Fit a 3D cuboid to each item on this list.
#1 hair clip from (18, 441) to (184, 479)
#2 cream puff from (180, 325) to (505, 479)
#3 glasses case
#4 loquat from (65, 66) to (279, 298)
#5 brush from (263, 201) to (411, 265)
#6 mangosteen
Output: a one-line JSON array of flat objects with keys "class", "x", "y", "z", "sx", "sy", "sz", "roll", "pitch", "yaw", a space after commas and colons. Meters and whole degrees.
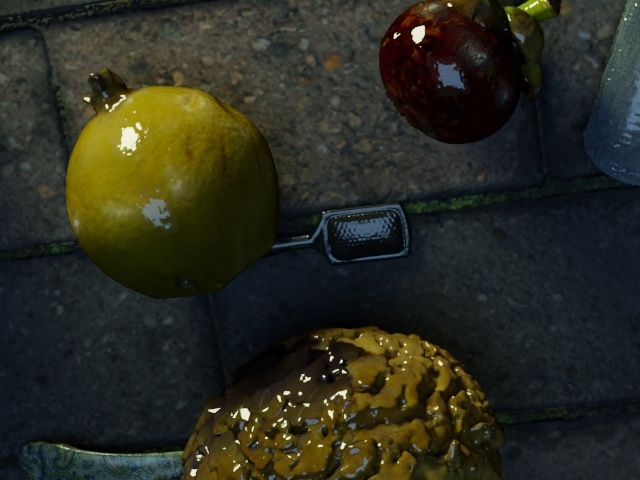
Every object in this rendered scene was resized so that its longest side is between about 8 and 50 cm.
[{"class": "hair clip", "x": -0.238, "y": 0.259, "z": 1.535, "sx": 0.229, "sy": 0.036, "sz": 0.066, "roll": -1, "pitch": 112, "yaw": 9}, {"class": "cream puff", "x": 0.014, "y": 0.219, "z": 1.332, "sx": 0.327, "sy": 0.343, "sz": 0.231, "roll": -32, "pitch": 114, "yaw": -5}, {"class": "glasses case", "x": 0.340, "y": -0.187, "z": 1.306, "sx": 0.109, "sy": 0.067, "sz": 0.282, "roll": 18, "pitch": 109, "yaw": 6}, {"class": "loquat", "x": -0.158, "y": -0.065, "z": 1.346, "sx": 0.213, "sy": 0.213, "sz": 0.246, "roll": -28, "pitch": 103, "yaw": 15}, {"class": "brush", "x": 0.000, "y": 0.000, "z": 1.435, "sx": 0.193, "sy": 0.016, "sz": 0.063, "roll": -7, "pitch": 104, "yaw": 10}, {"class": "mangosteen", "x": 0.140, "y": -0.185, "z": 1.308, "sx": 0.145, "sy": 0.156, "sz": 0.181, "roll": 27, "pitch": 79, "yaw": 26}]
